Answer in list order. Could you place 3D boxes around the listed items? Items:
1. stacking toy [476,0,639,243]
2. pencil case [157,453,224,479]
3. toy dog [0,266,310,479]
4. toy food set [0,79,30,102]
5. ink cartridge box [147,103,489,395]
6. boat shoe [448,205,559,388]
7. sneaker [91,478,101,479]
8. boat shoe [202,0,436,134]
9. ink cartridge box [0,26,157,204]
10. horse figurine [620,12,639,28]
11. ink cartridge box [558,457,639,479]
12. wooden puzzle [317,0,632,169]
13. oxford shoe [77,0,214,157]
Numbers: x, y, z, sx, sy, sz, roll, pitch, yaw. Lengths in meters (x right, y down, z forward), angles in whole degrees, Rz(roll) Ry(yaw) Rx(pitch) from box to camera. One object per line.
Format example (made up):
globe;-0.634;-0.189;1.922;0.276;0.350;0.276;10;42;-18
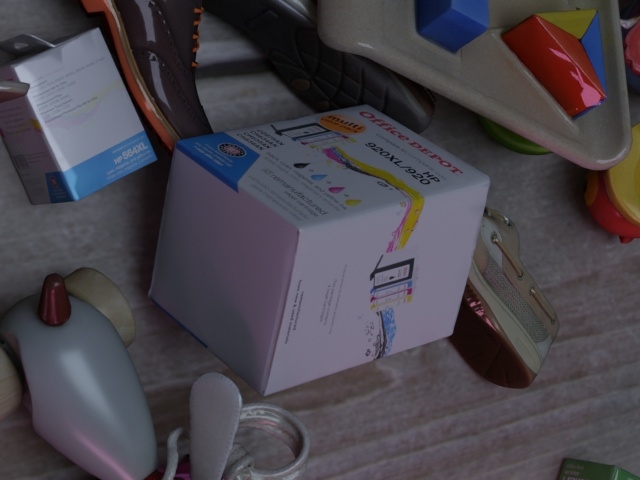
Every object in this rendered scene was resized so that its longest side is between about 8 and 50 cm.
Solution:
stacking toy;0.302;-0.167;1.717;0.279;0.130;0.309;21;74;-4
pencil case;-0.103;0.301;1.433;0.098;0.095;0.209;-1;91;-8
toy dog;-0.158;0.143;1.301;0.334;0.161;0.220;30;57;1
toy food set;-0.322;0.026;1.222;0.092;0.220;0.306;23;77;-30
ink cartridge box;0.000;0.000;1.407;0.233;0.171;0.168;-15;128;-41
boat shoe;0.146;0.014;1.589;0.098;0.109;0.302;-51;120;-28
sneaker;-0.199;0.233;1.397;0.109;0.040;0.043;-15;107;-16
boat shoe;-0.003;-0.221;1.487;0.324;0.123;0.116;41;62;-27
ink cartridge box;-0.221;-0.114;1.362;0.090;0.092;0.143;-30;105;-29
horse figurine;0.389;-0.214;1.642;0.174;0.066;0.263;-22;79;-8
ink cartridge box;0.307;0.363;1.689;0.160;0.092;0.219;29;75;-28
wooden puzzle;0.161;-0.262;1.510;0.348;0.080;0.322;19;55;-29
oxford shoe;-0.136;-0.171;1.399;0.098;0.097;0.271;-28;105;-6
